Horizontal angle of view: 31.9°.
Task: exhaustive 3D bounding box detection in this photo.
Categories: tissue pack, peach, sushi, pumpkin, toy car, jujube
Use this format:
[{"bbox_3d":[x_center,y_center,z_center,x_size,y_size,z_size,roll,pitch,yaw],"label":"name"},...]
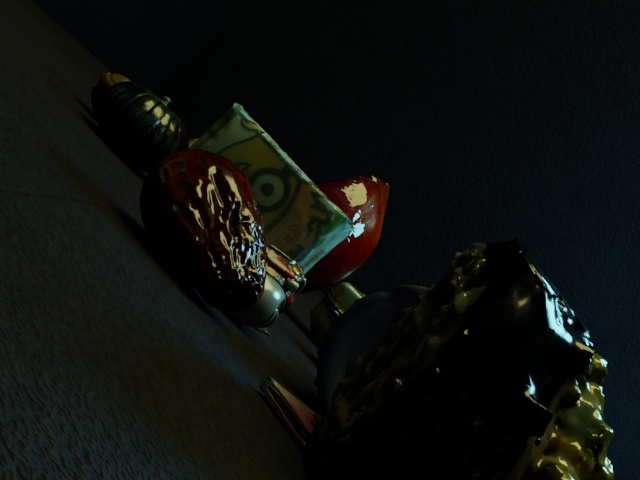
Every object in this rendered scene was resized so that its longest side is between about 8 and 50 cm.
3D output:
[{"bbox_3d":[-0.122,-0.062,2.054,0.311,0.228,0.128,46,0,15],"label":"tissue pack"},{"bbox_3d":[0.000,0.000,2.362,0.258,0.361,0.201,106,-36,-74],"label":"peach"},{"bbox_3d":[0.180,0.192,1.172,0.285,0.329,0.328,40,10,-2],"label":"sushi"},{"bbox_3d":[-0.334,-0.217,2.121,0.202,0.140,0.202,45,-2,2],"label":"pumpkin"},{"bbox_3d":[-0.099,0.067,1.596,0.139,0.112,0.112,43,29,-20],"label":"toy car"},{"bbox_3d":[-0.151,-0.012,1.490,0.168,0.168,0.236,45,18,-56],"label":"jujube"}]

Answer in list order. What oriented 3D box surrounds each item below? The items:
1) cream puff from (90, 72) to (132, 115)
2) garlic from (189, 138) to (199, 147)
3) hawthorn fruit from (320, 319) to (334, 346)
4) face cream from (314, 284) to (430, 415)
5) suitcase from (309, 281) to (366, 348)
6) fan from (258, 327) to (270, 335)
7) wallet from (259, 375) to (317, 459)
[{"bbox_3d":[-0.410,-0.273,2.290,0.126,0.103,0.144,26,15,-45],"label":"cream puff"},{"bbox_3d":[-0.275,-0.154,2.289,0.090,0.128,0.198,61,-7,-17],"label":"garlic"},{"bbox_3d":[0.087,0.230,2.022,0.162,0.162,0.203,45,16,-48],"label":"hawthorn fruit"},{"bbox_3d":[0.130,0.195,1.572,0.249,0.249,0.225,46,0,20],"label":"face cream"},{"bbox_3d":[0.080,0.204,2.344,0.235,0.143,0.194,47,2,11],"label":"suitcase"},{"bbox_3d":[-0.143,0.082,1.694,0.152,0.008,0.226,48,1,13],"label":"fan"},{"bbox_3d":[0.021,0.247,1.312,0.232,0.025,0.119,45,1,-44],"label":"wallet"}]
